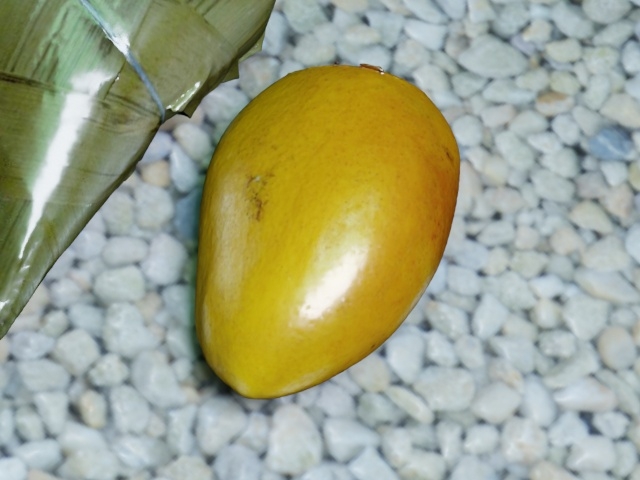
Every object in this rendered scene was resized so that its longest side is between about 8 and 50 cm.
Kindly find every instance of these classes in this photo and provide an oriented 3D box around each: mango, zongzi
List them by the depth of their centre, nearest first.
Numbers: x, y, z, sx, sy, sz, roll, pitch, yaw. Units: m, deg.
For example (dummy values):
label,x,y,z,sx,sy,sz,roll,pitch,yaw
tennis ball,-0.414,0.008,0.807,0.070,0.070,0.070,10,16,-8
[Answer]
label,x,y,z,sx,sy,sz,roll,pitch,yaw
mango,0.000,0.000,1.392,0.187,0.138,0.257,7,57,4
zongzi,-0.248,-0.138,1.404,0.323,0.160,0.360,30,68,9
